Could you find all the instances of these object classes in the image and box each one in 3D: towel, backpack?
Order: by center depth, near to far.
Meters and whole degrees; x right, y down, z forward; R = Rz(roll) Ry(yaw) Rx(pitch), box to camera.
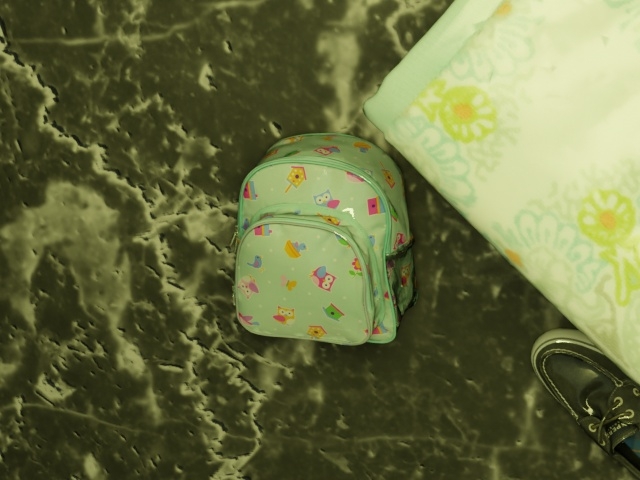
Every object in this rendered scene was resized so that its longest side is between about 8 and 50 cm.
[{"bbox_3d":[0.262,-0.117,1.090,0.320,0.090,0.374,46,108,4],"label":"towel"},{"bbox_3d":[0.000,0.000,1.402,0.166,0.144,0.188,6,109,19],"label":"backpack"}]

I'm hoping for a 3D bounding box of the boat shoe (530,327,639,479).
[{"bbox_3d":[0.289,0.176,1.425,0.228,0.076,0.080,44,115,-4],"label":"boat shoe"}]
